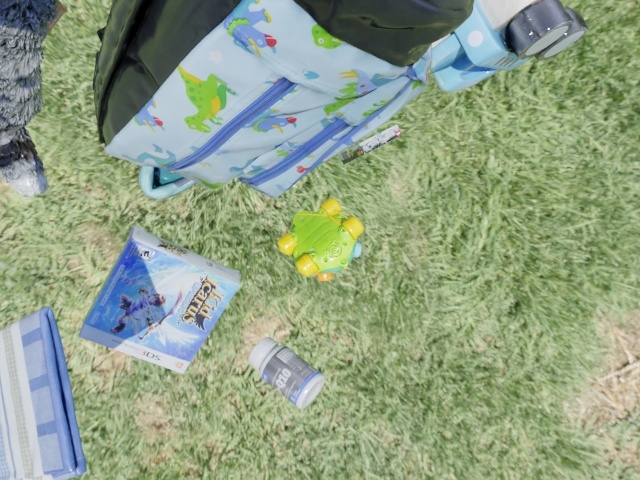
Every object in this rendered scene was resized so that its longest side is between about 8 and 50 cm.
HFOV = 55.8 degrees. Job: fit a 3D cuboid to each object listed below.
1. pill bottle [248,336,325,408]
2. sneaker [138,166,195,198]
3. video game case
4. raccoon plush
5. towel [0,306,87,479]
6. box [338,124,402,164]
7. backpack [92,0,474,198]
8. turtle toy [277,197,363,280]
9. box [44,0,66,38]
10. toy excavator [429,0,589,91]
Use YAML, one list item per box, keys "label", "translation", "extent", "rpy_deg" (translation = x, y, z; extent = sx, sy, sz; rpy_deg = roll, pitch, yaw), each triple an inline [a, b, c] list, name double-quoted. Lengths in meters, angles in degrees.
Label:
- label: "pill bottle"
  translation: [-0.066, 0.248, 1.147]
  extent: [0.137, 0.078, 0.078]
  rpy_deg: [34, 92, 22]
- label: "sneaker"
  translation: [-0.147, -0.156, 0.850]
  extent: [0.110, 0.122, 0.283]
  rpy_deg: [41, 102, -17]
- label: "video game case"
  translation: [-0.342, 0.135, 1.289]
  extent: [0.244, 0.061, 0.270]
  rpy_deg: [25, 112, -23]
- label: "raccoon plush"
  translation: [-0.632, -0.347, 1.316]
  extent: [0.299, 0.216, 0.447]
  rpy_deg: [-14, 112, 38]
- label: "towel"
  translation: [-0.399, 0.219, 0.789]
  extent: [0.285, 0.034, 0.209]
  rpy_deg: [-25, 76, 37]
- label: "box"
  translation: [0.103, -0.200, 1.274]
  extent: [0.093, 0.137, 0.027]
  rpy_deg: [-29, 96, -15]
- label: "backpack"
  translation: [-0.053, -0.178, 0.482]
  extent: [0.273, 0.355, 0.290]
  rpy_deg: [23, 54, -45]
- label: "turtle toy"
  translation: [0.000, 0.000, 0.755]
  extent: [0.095, 0.130, 0.066]
  rpy_deg: [-39, 134, -6]
- label: "box"
  translation: [-0.728, -0.583, 1.483]
  extent: [0.091, 0.170, 0.130]
  rpy_deg: [32, 82, 4]
- label: "toy excavator"
  translation: [0.217, -0.361, 1.139]
  extent: [0.445, 0.432, 0.223]
  rpy_deg: [-33, 82, 35]
